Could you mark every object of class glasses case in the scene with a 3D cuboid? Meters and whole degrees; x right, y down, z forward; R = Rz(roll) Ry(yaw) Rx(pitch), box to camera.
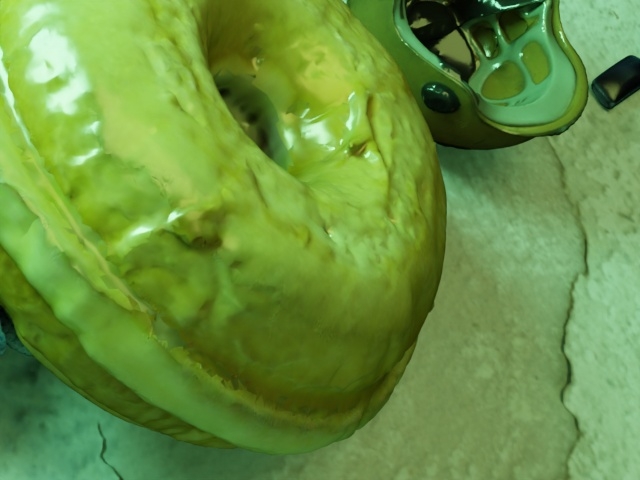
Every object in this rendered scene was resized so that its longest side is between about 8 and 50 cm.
[{"bbox_3d":[0.289,-0.154,1.667,0.033,0.023,0.083,51,45,6],"label":"glasses case"}]

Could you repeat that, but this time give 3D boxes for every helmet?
[{"bbox_3d":[0.108,-0.163,1.481,0.224,0.130,0.198,48,49,-8],"label":"helmet"}]

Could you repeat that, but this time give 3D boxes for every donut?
[{"bbox_3d":[-0.086,-0.058,1.172,0.449,0.198,0.449,37,33,-30],"label":"donut"}]

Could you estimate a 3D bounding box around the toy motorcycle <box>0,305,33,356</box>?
[{"bbox_3d":[-0.263,0.032,1.110,0.254,0.092,0.135,-15,73,-58],"label":"toy motorcycle"}]
